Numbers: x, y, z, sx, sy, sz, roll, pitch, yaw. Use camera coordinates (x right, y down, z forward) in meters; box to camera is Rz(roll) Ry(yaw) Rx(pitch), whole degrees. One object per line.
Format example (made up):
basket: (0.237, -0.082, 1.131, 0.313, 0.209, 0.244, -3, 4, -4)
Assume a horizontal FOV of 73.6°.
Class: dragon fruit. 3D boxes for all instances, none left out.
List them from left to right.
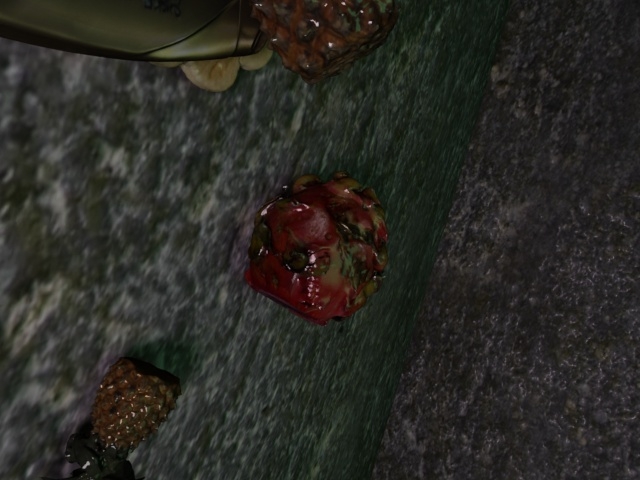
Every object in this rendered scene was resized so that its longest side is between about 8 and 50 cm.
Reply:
dragon fruit: (0.000, 0.000, 0.822, 0.269, 0.250, 0.291, 40, 75, -39)

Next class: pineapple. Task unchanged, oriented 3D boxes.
pineapple: (-0.306, 0.303, 0.585, 0.278, 0.118, 0.130, -64, 168, -12)
pineapple: (-0.045, -0.365, 0.466, 0.175, 0.175, 0.361, -38, 101, -45)

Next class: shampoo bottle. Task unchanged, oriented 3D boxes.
shampoo bottle: (-0.185, -0.248, 0.434, 0.350, 0.084, 0.126, -19, 111, -53)

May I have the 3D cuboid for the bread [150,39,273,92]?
bread: (-0.151, -0.359, 0.559, 0.316, 0.054, 0.316, -34, 132, -48)
